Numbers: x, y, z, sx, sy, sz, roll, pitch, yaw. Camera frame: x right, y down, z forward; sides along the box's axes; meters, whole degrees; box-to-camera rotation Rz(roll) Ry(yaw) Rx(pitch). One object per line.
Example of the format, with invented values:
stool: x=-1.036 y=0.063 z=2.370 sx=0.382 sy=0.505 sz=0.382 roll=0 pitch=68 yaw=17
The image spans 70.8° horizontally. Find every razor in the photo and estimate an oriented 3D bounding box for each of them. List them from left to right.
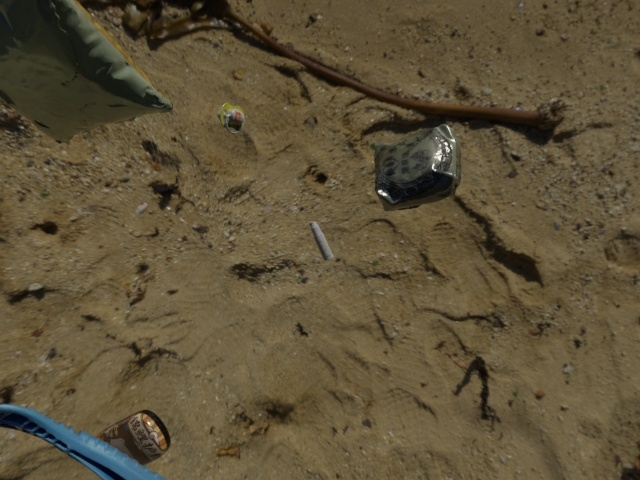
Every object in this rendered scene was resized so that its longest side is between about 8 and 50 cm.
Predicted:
razor: x=-0.183 y=0.184 z=0.365 sx=0.253 sy=0.042 sz=0.082 roll=36 pitch=122 yaw=-18

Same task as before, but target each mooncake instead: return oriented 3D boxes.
mooncake: x=0.282 y=-0.217 z=1.323 sx=0.250 sy=0.136 sz=0.254 roll=-12 pitch=54 yaw=23

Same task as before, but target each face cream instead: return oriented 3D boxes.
face cream: x=0.000 y=0.000 z=1.422 sx=0.034 sy=0.034 sz=0.130 roll=-26 pitch=95 yaw=-13

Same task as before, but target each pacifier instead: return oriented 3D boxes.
pacifier: x=-0.219 y=-0.291 z=1.074 sx=0.083 sy=0.064 sz=0.068 roll=-7 pitch=109 yaw=-57

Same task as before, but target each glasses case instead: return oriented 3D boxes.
glasses case: x=-0.500 y=0.528 z=1.168 sx=0.321 sy=0.082 sz=0.122 roll=-33 pitch=86 yaw=32

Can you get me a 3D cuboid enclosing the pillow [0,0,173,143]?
pillow: x=-0.474 y=-0.303 z=0.799 sx=0.310 sy=0.312 sz=0.119 roll=-7 pitch=63 yaw=21
